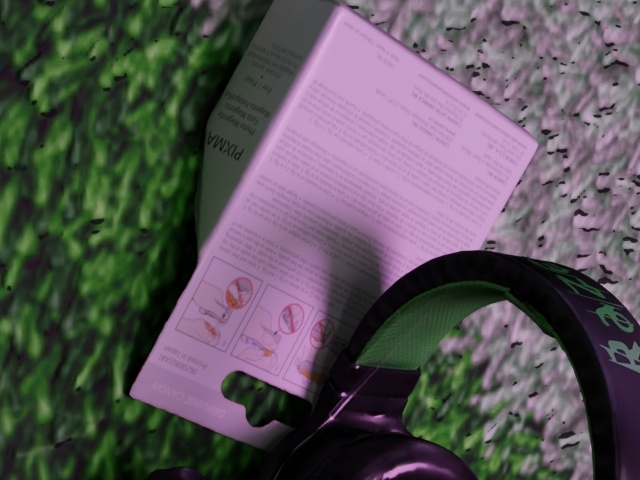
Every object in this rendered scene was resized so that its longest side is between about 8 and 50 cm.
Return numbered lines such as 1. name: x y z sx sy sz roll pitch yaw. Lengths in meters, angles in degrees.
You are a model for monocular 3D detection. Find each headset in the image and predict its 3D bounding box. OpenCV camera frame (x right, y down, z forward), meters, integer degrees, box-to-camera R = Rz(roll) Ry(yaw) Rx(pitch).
1. headset: 0.033 0.191 0.918 0.185 0.243 0.394 8 113 -34

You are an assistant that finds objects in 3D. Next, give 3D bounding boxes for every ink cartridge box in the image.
1. ink cartridge box: 0.000 0.000 0.994 0.189 0.066 0.232 29 94 -43

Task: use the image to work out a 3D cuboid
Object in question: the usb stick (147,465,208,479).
1. usb stick: -0.062 0.250 0.864 0.077 0.045 0.278 65 19 -65
